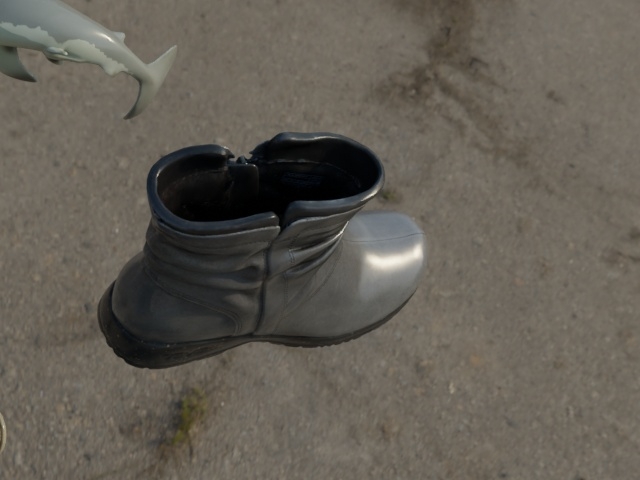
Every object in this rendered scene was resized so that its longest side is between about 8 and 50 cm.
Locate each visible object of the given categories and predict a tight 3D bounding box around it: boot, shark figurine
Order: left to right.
[{"bbox_3d":[-0.248,-0.210,0.840,0.278,0.166,0.116,11,75,-25],"label":"shark figurine"},{"bbox_3d":[0.000,0.000,0.741,0.338,0.223,0.118,-16,67,-36],"label":"boot"}]

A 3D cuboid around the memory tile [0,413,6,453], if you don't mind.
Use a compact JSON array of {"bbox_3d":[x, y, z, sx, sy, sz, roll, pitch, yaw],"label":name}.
[{"bbox_3d":[-0.262,0.085,0.623,0.012,0.113,0.148,-4,72,-56],"label":"memory tile"}]
